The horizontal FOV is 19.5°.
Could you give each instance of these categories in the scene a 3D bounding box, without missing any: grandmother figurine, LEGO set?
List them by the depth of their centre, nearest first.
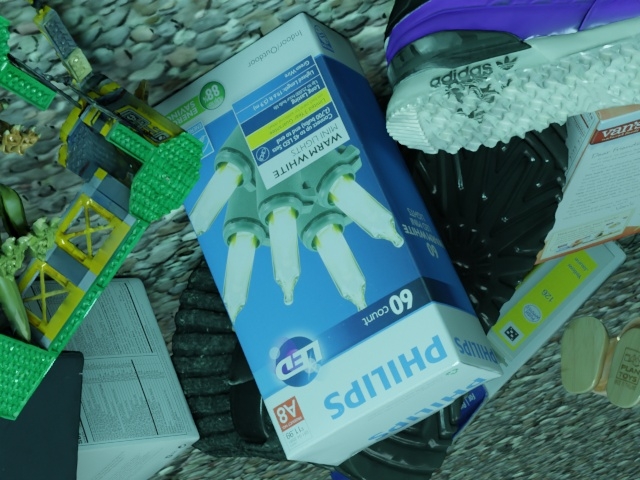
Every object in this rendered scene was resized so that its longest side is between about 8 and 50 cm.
[{"bbox_3d":[-0.241,-0.050,1.040,0.255,0.192,0.331,-59,153,8],"label":"LEGO set"},{"bbox_3d":[0.396,0.158,1.801,0.342,0.208,0.104,20,94,-38],"label":"grandmother figurine"}]

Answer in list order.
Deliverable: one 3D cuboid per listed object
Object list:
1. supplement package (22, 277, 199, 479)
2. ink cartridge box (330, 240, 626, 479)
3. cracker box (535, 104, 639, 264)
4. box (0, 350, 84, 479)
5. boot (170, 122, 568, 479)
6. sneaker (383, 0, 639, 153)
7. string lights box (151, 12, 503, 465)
[{"bbox_3d":[-0.245,0.139,1.435,0.203,0.149,0.194,-1,149,-44],"label":"supplement package"},{"bbox_3d":[0.125,0.145,1.786,0.307,0.072,0.303,-37,172,-37],"label":"ink cartridge box"},{"bbox_3d":[0.253,-0.079,1.529,0.156,0.067,0.232,-16,155,-18],"label":"cracker box"},{"bbox_3d":[-0.282,0.159,1.254,0.261,0.184,0.103,1,180,42],"label":"box"},{"bbox_3d":[0.023,0.016,1.417,0.131,0.348,0.260,33,167,-30],"label":"boot"},{"bbox_3d":[0.176,-0.157,1.164,0.293,0.146,0.102,-10,154,12],"label":"sneaker"},{"bbox_3d":[0.000,0.000,1.206,0.133,0.259,0.077,-31,157,18],"label":"string lights box"}]
